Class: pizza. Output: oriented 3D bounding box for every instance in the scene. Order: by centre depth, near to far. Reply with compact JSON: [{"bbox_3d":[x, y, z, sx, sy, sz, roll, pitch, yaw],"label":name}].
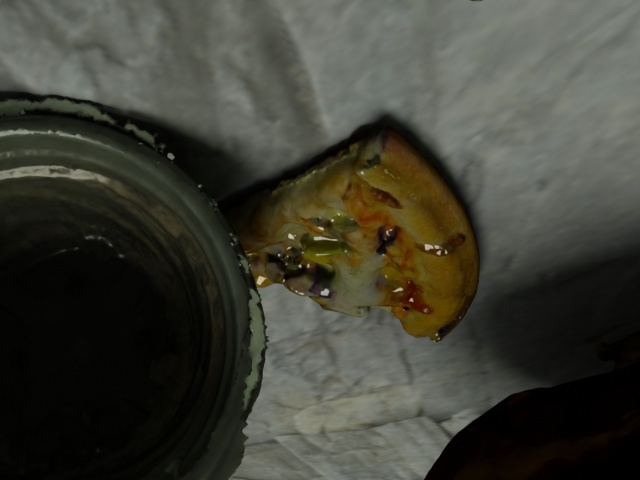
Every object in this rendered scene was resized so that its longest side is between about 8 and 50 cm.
[{"bbox_3d":[0.000,0.000,0.499,0.176,0.036,0.184,5,148,8],"label":"pizza"}]

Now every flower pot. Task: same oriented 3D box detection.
[{"bbox_3d":[-0.143,0.054,0.491,0.236,0.235,0.140,9,173,0],"label":"flower pot"}]

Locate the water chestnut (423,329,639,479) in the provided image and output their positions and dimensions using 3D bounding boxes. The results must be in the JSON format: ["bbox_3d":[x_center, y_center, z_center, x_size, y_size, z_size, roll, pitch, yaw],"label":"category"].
[{"bbox_3d":[0.218,0.219,0.482,0.335,0.346,0.335,-21,171,-3],"label":"water chestnut"}]
